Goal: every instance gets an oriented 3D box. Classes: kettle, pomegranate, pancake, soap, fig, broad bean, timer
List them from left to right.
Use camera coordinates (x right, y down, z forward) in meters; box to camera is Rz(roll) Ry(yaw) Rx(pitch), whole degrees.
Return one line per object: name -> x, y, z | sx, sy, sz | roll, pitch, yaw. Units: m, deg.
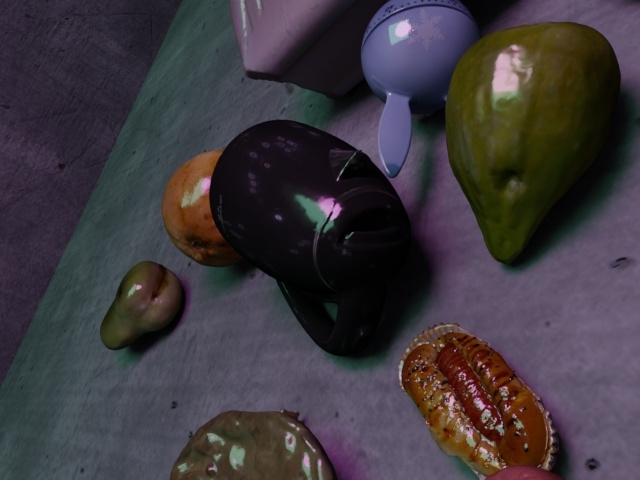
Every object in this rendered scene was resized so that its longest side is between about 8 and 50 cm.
broad bean -> -0.391, 0.133, 1.141 | 0.263, 0.121, 0.188 | -29, 39, 40
pomegranate -> -0.175, -0.056, 0.953 | 0.207, 0.207, 0.207 | -33, 41, 34
pancake -> -0.073, 0.327, 0.580 | 0.295, 0.050, 0.294 | -17, 65, 39
kettle -> 0.000, 0.000, 0.688 | 0.290, 0.208, 0.268 | 35, 128, 55
soap -> 0.038, -0.464, 0.841 | 0.435, 0.213, 0.349 | -21, 71, 53
timer -> 0.137, -0.201, 0.721 | 0.175, 0.176, 0.255 | -7, 87, 51
fig -> 0.192, -0.115, 0.538 | 0.167, 0.167, 0.233 | 12, 66, 56

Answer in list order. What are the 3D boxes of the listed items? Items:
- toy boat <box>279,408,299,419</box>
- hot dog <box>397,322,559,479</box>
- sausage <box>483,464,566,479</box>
toy boat -> -0.096, 0.267, 0.689 | 0.172, 0.065, 0.066 | -36, 47, 23
hot dog -> 0.137, 0.145, 0.493 | 0.099, 0.053, 0.192 | -57, 30, 9
sausage -> 0.152, 0.187, 0.346 | 0.062, 0.154, 0.062 | -29, 42, 30
